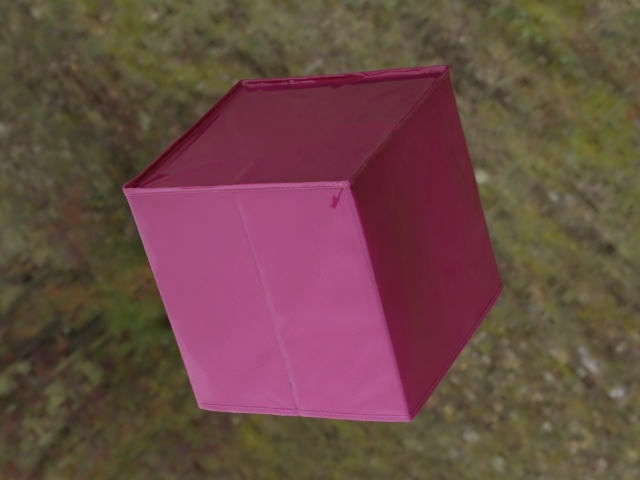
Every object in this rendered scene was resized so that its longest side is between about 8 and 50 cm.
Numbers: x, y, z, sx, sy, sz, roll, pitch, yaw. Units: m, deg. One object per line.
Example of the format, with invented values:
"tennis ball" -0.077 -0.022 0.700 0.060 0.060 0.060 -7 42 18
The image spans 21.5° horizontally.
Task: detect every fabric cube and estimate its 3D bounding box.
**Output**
"fabric cube" 0.000 0.000 1.672 0.259 0.254 0.258 -1 120 31
